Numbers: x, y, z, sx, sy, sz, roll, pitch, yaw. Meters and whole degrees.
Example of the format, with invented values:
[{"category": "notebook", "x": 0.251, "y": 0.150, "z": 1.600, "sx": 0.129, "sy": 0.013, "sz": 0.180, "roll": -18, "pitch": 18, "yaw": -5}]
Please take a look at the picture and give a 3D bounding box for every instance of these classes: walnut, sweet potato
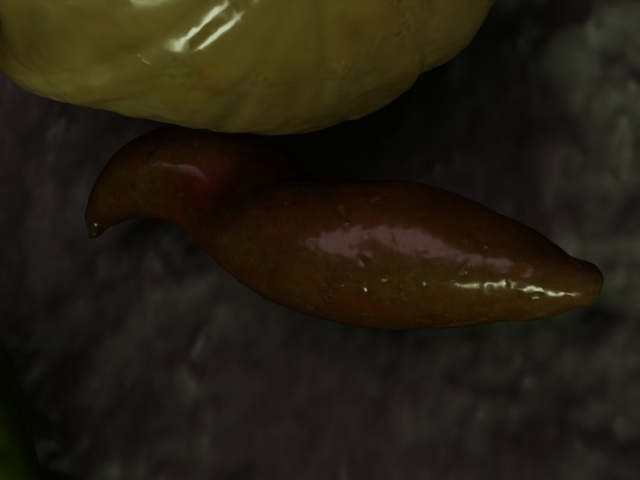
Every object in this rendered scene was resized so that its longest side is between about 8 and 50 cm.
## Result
[{"category": "walnut", "x": -0.038, "y": -0.141, "z": 0.640, "sx": 0.228, "sy": 0.228, "sz": 0.228, "roll": -11, "pitch": 62, "yaw": 20}, {"category": "sweet potato", "x": 0.001, "y": -0.002, "z": 0.653, "sx": 0.202, "sy": 0.058, "sz": 0.055, "roll": 17, "pitch": 95, "yaw": 30}]

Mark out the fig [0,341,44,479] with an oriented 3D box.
[{"category": "fig", "x": -0.168, "y": 0.073, "z": 0.634, "sx": 0.275, "sy": 0.206, "sz": 0.206, "roll": 28, "pitch": 79, "yaw": 19}]
